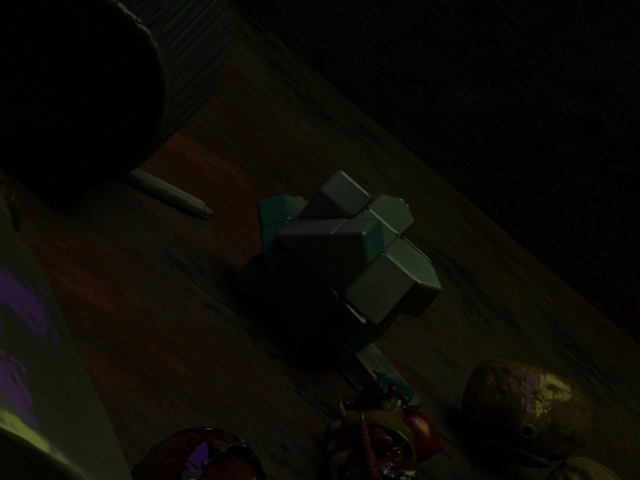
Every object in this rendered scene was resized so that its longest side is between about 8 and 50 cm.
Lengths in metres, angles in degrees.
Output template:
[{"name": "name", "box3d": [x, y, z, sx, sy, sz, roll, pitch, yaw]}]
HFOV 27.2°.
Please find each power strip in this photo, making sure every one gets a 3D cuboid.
[{"name": "power strip", "box3d": [0.041, 0.152, 1.899, 0.279, 0.037, 0.109, 50, 16, 20]}]

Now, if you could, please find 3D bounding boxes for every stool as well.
[{"name": "stool", "box3d": [-0.277, -0.231, 1.630, 0.297, 0.297, 0.330, 42, 19, -10]}]

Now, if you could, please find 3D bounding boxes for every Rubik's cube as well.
[{"name": "Rubik's cube", "box3d": [0.030, 0.022, 1.792, 0.265, 0.213, 0.224, 45, 33, 12]}]

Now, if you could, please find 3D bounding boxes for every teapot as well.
[{"name": "teapot", "box3d": [0.313, 0.289, 2.057, 0.203, 0.167, 0.311, 19, -11, 8]}]

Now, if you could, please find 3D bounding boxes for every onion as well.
[{"name": "onion", "box3d": [-0.112, 0.243, 1.061, 0.184, 0.147, 0.184, 29, 56, -55]}]

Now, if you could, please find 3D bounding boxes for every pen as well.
[{"name": "pen", "box3d": [-0.217, -0.070, 1.839, 0.218, 0.026, 0.026, 27, 22, -49]}]

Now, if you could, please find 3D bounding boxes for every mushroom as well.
[{"name": "mushroom", "box3d": [-0.269, 0.084, 1.047, 0.154, 0.137, 0.407, 12, 29, -38]}]

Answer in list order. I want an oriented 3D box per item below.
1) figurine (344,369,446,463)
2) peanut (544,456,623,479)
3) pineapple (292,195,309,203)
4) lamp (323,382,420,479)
[{"name": "figurine", "box3d": [0.104, 0.238, 1.757, 0.140, 0.075, 0.068, 44, 13, 7]}, {"name": "peanut", "box3d": [0.424, 0.445, 1.933, 0.149, 0.149, 0.313, 30, 26, -44]}, {"name": "pineapple", "box3d": [0.000, 0.000, 2.201, 0.221, 0.047, 0.221, 40, 16, -14]}, {"name": "lamp", "box3d": [0.059, 0.244, 1.549, 0.118, 0.118, 0.253, 39, 16, -21]}]
